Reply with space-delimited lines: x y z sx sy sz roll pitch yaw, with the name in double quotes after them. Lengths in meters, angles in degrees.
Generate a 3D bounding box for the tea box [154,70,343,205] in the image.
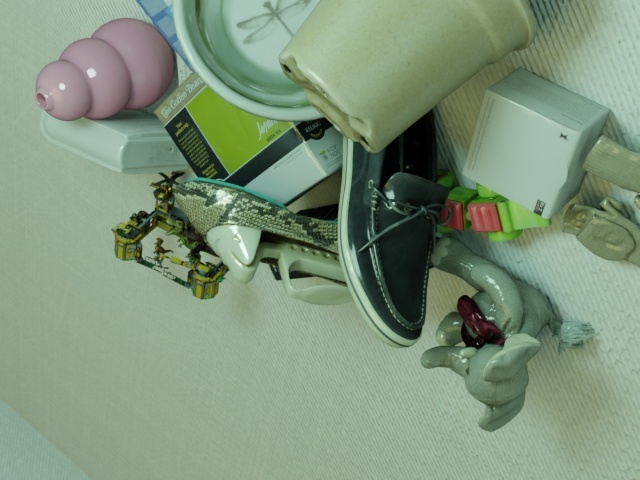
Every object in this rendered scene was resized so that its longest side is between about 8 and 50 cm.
-0.105 -0.237 1.962 0.329 0.220 0.323 -30 94 48 "tea box"

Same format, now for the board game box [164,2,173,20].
-0.258 -0.460 1.979 0.090 0.020 0.090 -33 108 37 "board game box"

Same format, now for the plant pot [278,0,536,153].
0.113 -0.318 1.540 0.334 0.305 0.334 43 177 3 "plant pot"

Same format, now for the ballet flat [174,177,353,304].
-0.058 0.020 1.845 0.483 0.182 0.164 16 149 -5 "ballet flat"

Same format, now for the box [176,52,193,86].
-0.271 -0.431 2.104 0.063 0.067 0.324 22 128 30 "box"

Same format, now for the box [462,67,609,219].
0.362 -0.166 1.655 0.182 0.119 0.181 31 133 24 "box"

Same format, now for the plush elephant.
0.309 0.199 1.810 0.330 0.255 0.272 21 135 23 "plush elephant"

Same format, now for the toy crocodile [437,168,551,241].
0.270 -0.059 1.818 0.340 0.105 0.115 7 120 39 "toy crocodile"

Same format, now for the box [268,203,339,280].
0.000 0.000 2.066 0.207 0.153 0.108 -7 111 45 "box"

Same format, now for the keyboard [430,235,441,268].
0.203 0.026 1.969 0.108 0.023 0.180 30 155 -24 "keyboard"

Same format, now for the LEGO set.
-0.316 -0.037 2.266 0.331 0.255 0.192 30 132 21 "LEGO set"

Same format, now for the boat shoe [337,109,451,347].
0.140 -0.058 1.747 0.156 0.187 0.500 -20 62 41 "boat shoe"

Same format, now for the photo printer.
-0.481 -0.249 2.276 0.307 0.256 0.107 24 109 29 "photo printer"

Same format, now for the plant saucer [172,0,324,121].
-0.067 -0.397 1.742 0.400 0.400 0.100 55 165 0 "plant saucer"

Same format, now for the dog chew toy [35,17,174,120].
-0.482 -0.363 2.141 0.206 0.332 0.206 23 129 32 "dog chew toy"

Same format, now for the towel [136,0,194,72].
-0.222 -0.485 1.981 0.285 0.034 0.209 -25 111 35 "towel"

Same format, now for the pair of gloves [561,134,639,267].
0.520 -0.058 1.617 0.204 0.042 0.240 21 136 12 "pair of gloves"
